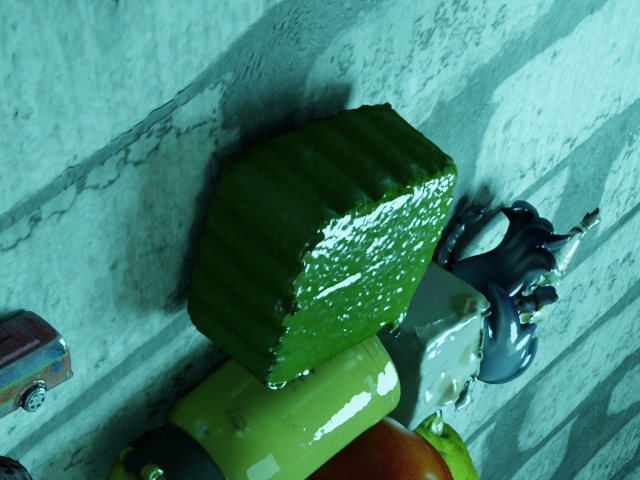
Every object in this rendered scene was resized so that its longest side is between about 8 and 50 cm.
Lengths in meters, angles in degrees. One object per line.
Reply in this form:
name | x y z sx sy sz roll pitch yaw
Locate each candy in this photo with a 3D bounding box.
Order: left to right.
candy | 0.097 0.116 1.939 0.137 0.195 0.185 -36 148 -32

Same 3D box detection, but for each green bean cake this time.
green bean cake | 0.000 0.000 1.649 0.250 0.156 0.247 -28 146 -39

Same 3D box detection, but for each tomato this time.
tomato | 0.034 0.368 2.024 0.293 0.290 0.325 62 30 -62

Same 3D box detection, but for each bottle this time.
bottle | -0.089 0.222 1.804 0.351 0.171 0.171 -36 152 -25

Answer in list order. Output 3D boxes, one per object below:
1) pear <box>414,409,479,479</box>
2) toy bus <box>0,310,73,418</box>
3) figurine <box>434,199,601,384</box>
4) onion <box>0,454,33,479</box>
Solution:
pear | 0.117 0.407 2.302 0.287 0.287 0.375 -1 110 -59
toy bus | -0.312 0.134 1.427 0.192 0.065 0.077 -31 143 -35
figurine | 0.245 0.057 2.107 0.175 0.197 0.265 34 76 -64
onion | -0.340 0.261 1.418 0.098 0.151 0.206 7 156 -40
